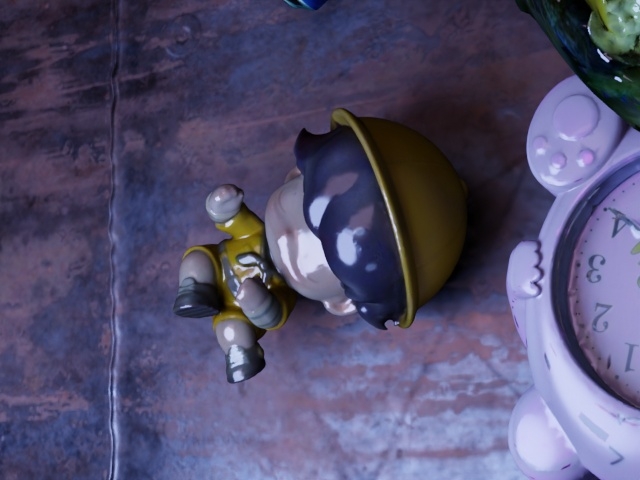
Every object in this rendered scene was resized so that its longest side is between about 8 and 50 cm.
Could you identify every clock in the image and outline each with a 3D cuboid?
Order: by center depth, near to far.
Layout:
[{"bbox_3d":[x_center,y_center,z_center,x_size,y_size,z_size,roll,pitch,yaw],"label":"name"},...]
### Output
[{"bbox_3d":[0.282,0.044,0.931,0.296,0.113,0.322,10,84,31],"label":"clock"}]

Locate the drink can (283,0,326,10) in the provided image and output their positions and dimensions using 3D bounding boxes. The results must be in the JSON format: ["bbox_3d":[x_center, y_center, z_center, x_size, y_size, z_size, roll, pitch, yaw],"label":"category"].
[{"bbox_3d":[0.019,-0.317,1.163,0.205,0.118,0.118,-43,61,15],"label":"drink can"}]

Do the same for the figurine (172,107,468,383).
[{"bbox_3d":[0.002,-0.001,1.067,0.257,0.167,0.192,-24,89,21],"label":"figurine"}]

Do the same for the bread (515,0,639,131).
[{"bbox_3d":[0.255,-0.252,0.907,0.251,0.208,0.376,-19,43,1],"label":"bread"}]
